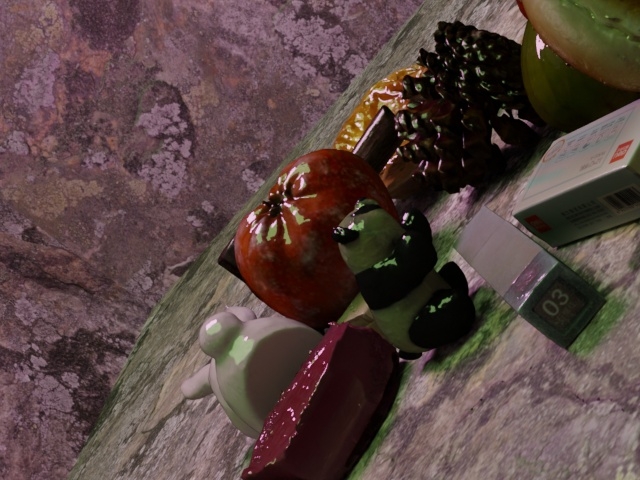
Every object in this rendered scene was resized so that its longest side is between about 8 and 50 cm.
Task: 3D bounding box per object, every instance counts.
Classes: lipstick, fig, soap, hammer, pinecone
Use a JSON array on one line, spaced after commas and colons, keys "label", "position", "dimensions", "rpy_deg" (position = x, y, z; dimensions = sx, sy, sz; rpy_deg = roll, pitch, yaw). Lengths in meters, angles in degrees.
[{"label": "lipstick", "position": [0.247, 0.036, 1.612], "dimensions": [0.079, 0.076, 0.371], "rpy_deg": [-53, 11, 5]}, {"label": "fig", "position": [0.349, -0.260, 1.750], "dimensions": [0.203, 0.225, 0.203], "rpy_deg": [-32, -1, -1]}, {"label": "soap", "position": [0.001, 0.256, 1.853], "dimensions": [0.289, 0.112, 0.182], "rpy_deg": [-57, 9, -16]}, {"label": "hammer", "position": [0.023, -0.050, 2.281], "dimensions": [0.408, 0.242, 0.095], "rpy_deg": [-55, 0, 9]}, {"label": "pinecone", "position": [0.233, -0.199, 2.058], "dimensions": [0.246, 0.246, 0.292], "rpy_deg": [-65, 1, -46]}]

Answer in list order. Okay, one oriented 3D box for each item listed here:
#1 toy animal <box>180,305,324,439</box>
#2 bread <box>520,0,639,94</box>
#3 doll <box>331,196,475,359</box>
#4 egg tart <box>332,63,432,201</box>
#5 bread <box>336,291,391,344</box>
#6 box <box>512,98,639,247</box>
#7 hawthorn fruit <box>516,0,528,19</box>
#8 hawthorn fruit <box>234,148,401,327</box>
[{"label": "toy animal", "position": [-0.116, 0.203, 2.134], "dimensions": [0.196, 0.241, 0.368], "rpy_deg": [-53, 11, -12]}, {"label": "bread", "position": [0.387, -0.301, 1.580], "dimensions": [0.305, 0.306, 0.158], "rpy_deg": [-58, -16, -25]}, {"label": "doll", "position": [0.113, 0.047, 1.766], "dimensions": [0.135, 0.234, 0.143], "rpy_deg": [-30, 11, 9]}, {"label": "egg tart", "position": [0.162, -0.188, 2.435], "dimensions": [0.352, 0.150, 0.352], "rpy_deg": [-41, 26, 24]}, {"label": "bread", "position": [0.093, 0.099, 2.034], "dimensions": [0.105, 0.077, 0.152], "rpy_deg": [-36, 19, 50]}, {"label": "box", "position": [0.348, -0.086, 1.569], "dimensions": [0.135, 0.079, 0.269], "rpy_deg": [-57, 12, -22]}, {"label": "hawthorn fruit", "position": [0.400, -0.418, 1.948], "dimensions": [0.265, 0.265, 0.307], "rpy_deg": [-53, 5, -2]}, {"label": "hawthorn fruit", "position": [0.000, 0.000, 2.119], "dimensions": [0.284, 0.284, 0.284], "rpy_deg": [-50, 12, 14]}]
